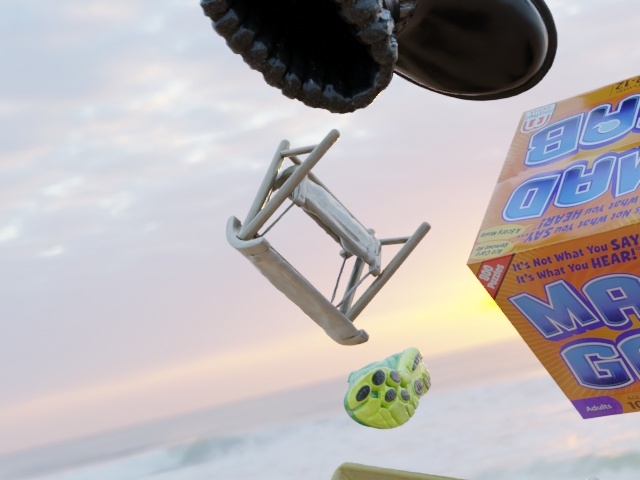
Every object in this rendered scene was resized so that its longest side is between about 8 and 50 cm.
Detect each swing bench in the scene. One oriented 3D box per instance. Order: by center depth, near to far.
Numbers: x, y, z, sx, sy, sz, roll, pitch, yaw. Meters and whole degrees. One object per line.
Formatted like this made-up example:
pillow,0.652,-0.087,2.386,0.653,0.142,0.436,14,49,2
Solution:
swing bench,0.000,0.000,2.047,0.165,0.253,0.255,-7,45,53

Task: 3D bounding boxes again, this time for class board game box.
board game box,0.495,-0.002,1.865,0.356,0.356,0.356,-16,35,39

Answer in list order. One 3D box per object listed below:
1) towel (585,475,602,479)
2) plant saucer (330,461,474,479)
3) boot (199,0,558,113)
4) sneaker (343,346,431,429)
towel,0.335,0.492,1.886,0.285,0.034,0.209,-62,-14,16
plant saucer,0.125,0.553,2.095,0.332,0.333,0.081,0,-29,39
boot,0.057,-0.178,1.017,0.348,0.131,0.260,21,22,-14
sneaker,0.102,0.267,2.170,0.123,0.109,0.295,-25,-3,23
